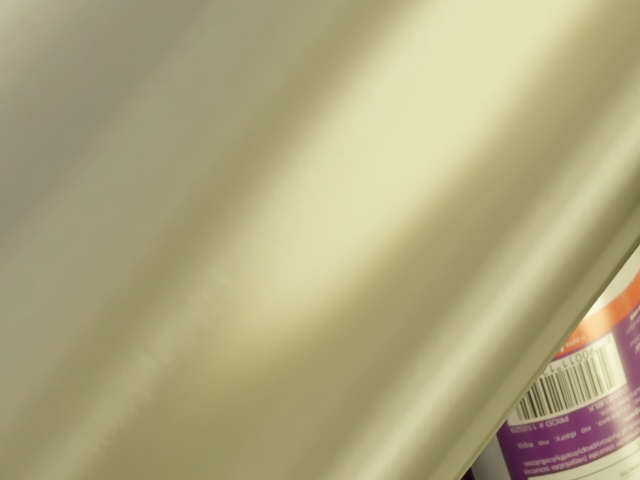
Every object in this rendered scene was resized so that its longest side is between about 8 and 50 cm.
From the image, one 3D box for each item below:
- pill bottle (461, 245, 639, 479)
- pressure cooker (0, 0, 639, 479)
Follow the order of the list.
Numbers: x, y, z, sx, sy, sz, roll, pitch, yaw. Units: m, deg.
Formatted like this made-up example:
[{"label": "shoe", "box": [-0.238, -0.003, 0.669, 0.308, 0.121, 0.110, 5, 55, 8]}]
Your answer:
[{"label": "pill bottle", "box": [0.104, 0.087, 0.830, 0.108, 0.108, 0.193, -32, 116, -27]}, {"label": "pressure cooker", "box": [-0.091, -0.079, 0.496, 0.370, 0.375, 0.420, 45, 77, -24]}]
